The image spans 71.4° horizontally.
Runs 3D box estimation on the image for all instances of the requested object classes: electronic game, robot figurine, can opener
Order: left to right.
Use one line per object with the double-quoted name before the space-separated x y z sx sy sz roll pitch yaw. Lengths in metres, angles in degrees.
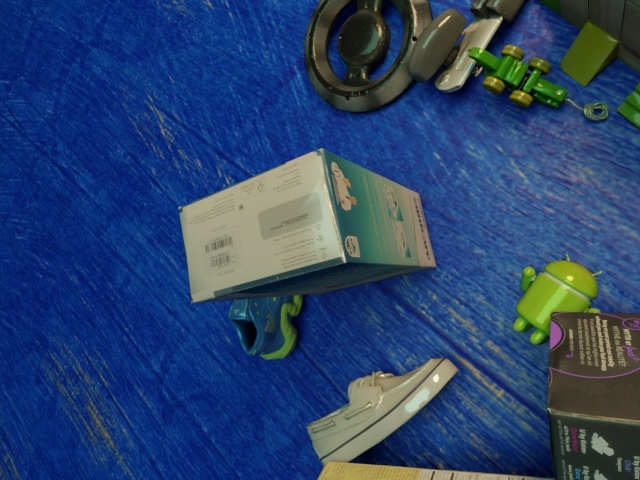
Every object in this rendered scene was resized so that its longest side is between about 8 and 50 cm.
"electronic game" 0.071 -0.327 0.731 0.229 0.048 0.229 3 96 31
"can opener" 0.232 -0.333 0.606 0.280 0.093 0.074 -56 28 14
"robot figurine" 0.291 0.075 0.553 0.101 0.067 0.115 41 107 40

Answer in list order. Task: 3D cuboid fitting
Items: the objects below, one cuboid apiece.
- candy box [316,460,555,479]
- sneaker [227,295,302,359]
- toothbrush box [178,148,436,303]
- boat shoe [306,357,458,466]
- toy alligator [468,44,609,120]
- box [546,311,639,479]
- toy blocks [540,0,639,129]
"candy box" 0.152 0.383 0.552 0.317 0.087 0.182 -15 105 33
"sneaker" -0.089 0.084 0.749 0.091 0.126 0.239 -5 84 31
"toothbrush box" 0.000 0.000 0.604 0.217 0.296 0.126 -17 79 28
"boat shoe" 0.080 0.240 0.658 0.267 0.096 0.088 -48 69 28
"toy alligator" 0.282 -0.204 0.591 0.190 0.051 0.056 29 103 6
"box" 0.366 0.170 0.414 0.271 0.165 0.143 -4 114 30
"toy blocks" 0.367 -0.236 0.419 0.191 0.261 0.381 -46 65 20
